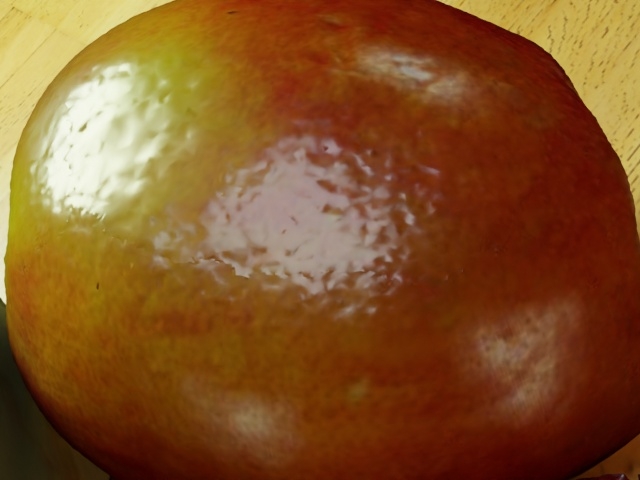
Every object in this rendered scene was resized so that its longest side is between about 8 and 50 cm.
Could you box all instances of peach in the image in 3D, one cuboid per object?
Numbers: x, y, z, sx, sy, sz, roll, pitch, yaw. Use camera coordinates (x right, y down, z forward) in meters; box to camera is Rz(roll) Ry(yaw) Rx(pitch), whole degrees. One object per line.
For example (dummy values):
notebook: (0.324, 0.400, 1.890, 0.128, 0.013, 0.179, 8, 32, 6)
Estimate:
peach: (0.000, 0.000, 0.801, 0.381, 0.242, 0.306, 3, 38, 10)

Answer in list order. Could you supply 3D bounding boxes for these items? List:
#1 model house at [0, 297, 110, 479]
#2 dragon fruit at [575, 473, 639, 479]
model house: (-0.277, 0.215, 0.815, 0.280, 0.245, 0.312, -24, 39, 5)
dragon fruit: (0.147, 0.171, 0.745, 0.126, 0.068, 0.112, -36, 46, -1)
